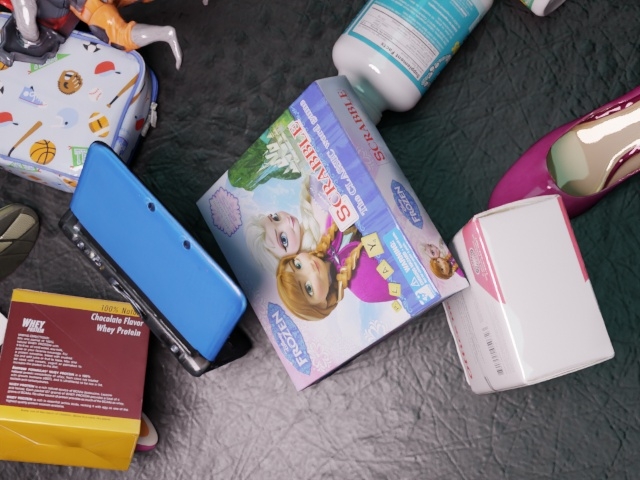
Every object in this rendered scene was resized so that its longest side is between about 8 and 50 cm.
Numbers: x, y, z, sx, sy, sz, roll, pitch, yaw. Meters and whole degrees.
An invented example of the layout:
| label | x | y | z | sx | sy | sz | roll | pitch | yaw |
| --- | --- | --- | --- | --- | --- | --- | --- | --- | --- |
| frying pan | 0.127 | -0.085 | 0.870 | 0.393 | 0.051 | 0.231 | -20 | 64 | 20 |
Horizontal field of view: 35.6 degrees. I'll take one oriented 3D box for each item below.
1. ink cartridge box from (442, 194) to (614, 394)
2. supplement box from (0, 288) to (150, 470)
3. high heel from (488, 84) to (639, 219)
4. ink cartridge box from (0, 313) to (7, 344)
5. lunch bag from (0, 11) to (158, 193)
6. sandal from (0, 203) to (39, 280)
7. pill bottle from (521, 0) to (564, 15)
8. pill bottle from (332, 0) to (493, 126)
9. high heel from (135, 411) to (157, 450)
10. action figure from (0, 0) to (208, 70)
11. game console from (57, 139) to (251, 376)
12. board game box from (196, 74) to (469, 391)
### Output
| label | x | y | z | sx | sy | sz | roll | pitch | yaw |
| --- | --- | --- | --- | --- | --- | --- | --- | --- | --- |
| ink cartridge box | 0.245 | 0.079 | 1.277 | 0.117 | 0.283 | 0.207 | -16 | 81 | -7 |
| supplement box | -0.338 | 0.190 | 1.357 | 0.191 | 0.129 | 0.194 | 8 | 54 | -13 |
| high heel | 0.393 | -0.139 | 1.340 | 0.377 | 0.181 | 0.127 | -33 | 79 | 2 |
| ink cartridge box | -0.554 | 0.172 | 1.460 | 0.198 | 0.067 | 0.115 | -40 | 118 | 1 |
| lunch bag | -0.397 | -0.209 | 1.494 | 0.303 | 0.115 | 0.243 | 17 | 80 | 9 |
| sandal | -0.555 | 0.040 | 1.484 | 0.302 | 0.120 | 0.086 | -38 | 65 | 2 |
| pill bottle | 0.281 | -0.431 | 1.427 | 0.117 | 0.117 | 0.208 | -44 | 80 | 0 |
| pill bottle | 0.116 | -0.285 | 1.416 | 0.146 | 0.146 | 0.264 | 38 | 89 | 11 |
| high heel | -0.360 | 0.266 | 1.459 | 0.244 | 0.082 | 0.117 | 25 | 123 | -5 |
| action figure | -0.324 | -0.398 | 1.431 | 0.330 | 0.179 | 0.341 | 15 | 57 | -4 |
| game console | -0.194 | 0.019 | 1.347 | 0.293 | 0.250 | 0.173 | 47 | 107 | 11 |
| board game box | 0.000 | 0.000 | 1.339 | 0.318 | 0.065 | 0.319 | -40 | 75 | 43 |
